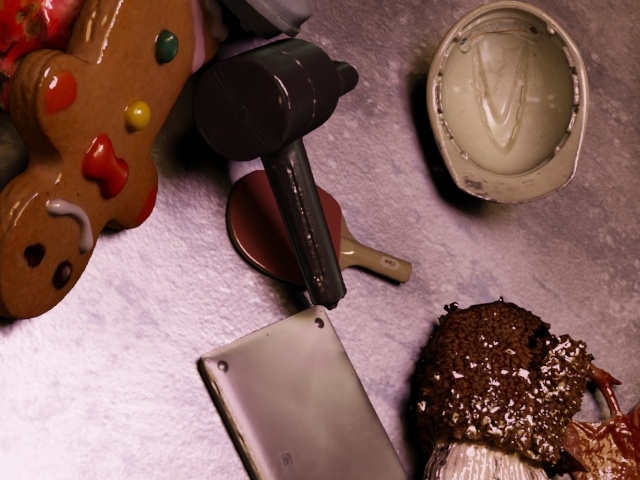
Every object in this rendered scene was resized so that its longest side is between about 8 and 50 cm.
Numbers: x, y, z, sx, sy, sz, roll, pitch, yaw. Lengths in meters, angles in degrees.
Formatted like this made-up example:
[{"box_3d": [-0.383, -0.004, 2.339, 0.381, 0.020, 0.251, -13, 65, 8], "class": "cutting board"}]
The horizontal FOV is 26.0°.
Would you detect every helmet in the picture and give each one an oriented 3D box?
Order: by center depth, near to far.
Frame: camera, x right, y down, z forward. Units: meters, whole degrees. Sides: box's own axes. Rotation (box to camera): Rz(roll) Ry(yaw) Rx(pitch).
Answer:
[{"box_3d": [0.238, -0.167, 1.790, 0.204, 0.137, 0.258, -1, 85, 3], "class": "helmet"}]

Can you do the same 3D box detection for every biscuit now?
[{"box_3d": [-0.207, -0.112, 1.375, 0.432, 0.064, 0.283, -66, 156, -20], "class": "biscuit"}]

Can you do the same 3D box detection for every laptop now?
[{"box_3d": [-0.006, 0.216, 1.517, 0.187, 0.015, 0.269, -22, 83, -40], "class": "laptop"}]

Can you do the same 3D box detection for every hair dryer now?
[{"box_3d": [-0.017, -0.077, 1.568, 0.244, 0.116, 0.303, -34, 110, -64], "class": "hair dryer"}]

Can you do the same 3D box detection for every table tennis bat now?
[{"box_3d": [0.000, 0.000, 1.620, 0.246, 0.022, 0.138, 22, 57, -24], "class": "table tennis bat"}]

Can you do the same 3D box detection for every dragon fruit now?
[{"box_3d": [-0.314, -0.254, 1.402, 0.210, 0.205, 0.268, 23, 67, -29], "class": "dragon fruit"}]

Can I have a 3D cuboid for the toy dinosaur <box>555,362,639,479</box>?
[{"box_3d": [0.410, 0.245, 1.736, 0.327, 0.113, 0.207, 22, 58, -28], "class": "toy dinosaur"}]

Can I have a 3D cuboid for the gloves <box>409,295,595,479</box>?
[{"box_3d": [0.206, 0.193, 1.590, 0.210, 0.135, 0.312, 3, 58, -4], "class": "gloves"}]

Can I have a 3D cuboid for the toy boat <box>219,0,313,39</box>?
[{"box_3d": [-0.072, -0.283, 1.543, 0.141, 0.092, 0.319, 46, 8, -9], "class": "toy boat"}]
